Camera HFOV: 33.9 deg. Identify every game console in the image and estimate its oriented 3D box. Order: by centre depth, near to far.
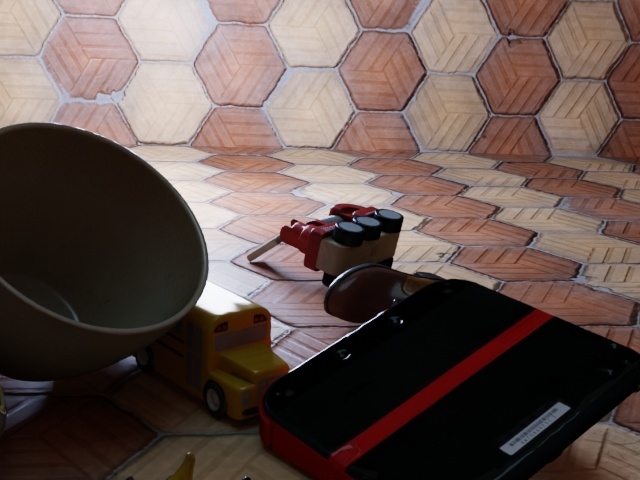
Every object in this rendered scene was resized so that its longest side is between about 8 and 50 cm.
[{"bbox_3d":[0.151,0.187,1.269,0.386,0.060,0.342,-30,37,-31],"label":"game console"}]

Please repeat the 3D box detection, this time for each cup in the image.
[{"bbox_3d":[-0.344,0.047,1.350,0.331,0.237,0.331,24,39,-22],"label":"cup"}]

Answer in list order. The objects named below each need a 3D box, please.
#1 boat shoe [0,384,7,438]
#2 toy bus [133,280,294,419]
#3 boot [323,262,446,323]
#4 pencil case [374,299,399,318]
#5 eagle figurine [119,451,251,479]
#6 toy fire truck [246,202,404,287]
[{"bbox_3d":[-0.445,0.181,1.259,0.097,0.116,0.324,41,-14,-21],"label":"boat shoe"},{"bbox_3d":[-0.166,0.131,1.442,0.108,0.130,0.333,-9,19,-39],"label":"toy bus"},{"bbox_3d":[0.175,0.133,1.640,0.264,0.096,0.280,9,15,-35],"label":"boot"},{"bbox_3d":[0.165,0.165,1.462,0.104,0.104,0.236,-8,20,-37],"label":"pencil case"},{"bbox_3d":[-0.139,0.282,0.871,0.226,0.225,0.298,50,-6,13],"label":"eagle figurine"},{"bbox_3d":[0.000,0.000,1.995,0.246,0.158,0.217,24,24,28],"label":"toy fire truck"}]
